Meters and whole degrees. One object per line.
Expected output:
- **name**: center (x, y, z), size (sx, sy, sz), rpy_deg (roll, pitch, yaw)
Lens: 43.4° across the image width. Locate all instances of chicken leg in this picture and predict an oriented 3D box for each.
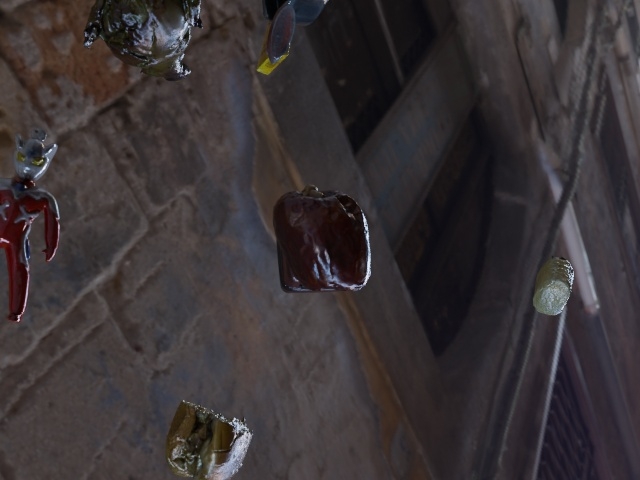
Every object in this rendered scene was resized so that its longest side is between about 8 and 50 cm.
- **chicken leg**: center (-0.333, -0.373, 1.501), size (0.212, 0.140, 0.361), rpy_deg (-1, 167, -15)

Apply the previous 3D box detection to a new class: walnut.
- **walnut**: center (0.000, 0.000, 1.973), size (0.222, 0.268, 0.244), rpy_deg (-13, -169, -14)

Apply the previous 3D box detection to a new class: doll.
- **doll**: center (-0.601, -0.040, 1.570), size (0.099, 0.189, 0.383), rpy_deg (152, -49, -67)

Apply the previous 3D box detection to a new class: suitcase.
- **suitcase**: center (0.007, 0.056, 2.665), size (0.297, 0.236, 0.161), rpy_deg (-1, 158, -15)

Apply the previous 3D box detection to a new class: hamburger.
- **hamburger**: center (-0.217, 0.414, 1.606), size (0.144, 0.283, 0.156), rpy_deg (13, -105, 9)

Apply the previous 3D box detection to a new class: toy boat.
- **toy boat**: center (-0.068, -0.308, 1.205), size (0.034, 0.096, 0.122), rpy_deg (14, -176, -15)

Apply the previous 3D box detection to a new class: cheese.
- **cheese**: center (0.654, 0.126, 2.249), size (0.123, 0.094, 0.167), rpy_deg (-60, 175, 28)

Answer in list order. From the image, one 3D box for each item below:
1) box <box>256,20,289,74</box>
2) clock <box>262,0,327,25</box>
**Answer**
- **box**: center (-0.093, -0.563, 2.010), size (0.152, 0.044, 0.269), rpy_deg (-15, -120, 66)
- **clock**: center (-0.030, -0.625, 1.631), size (0.077, 0.385, 0.386), rpy_deg (8, -164, -20)
